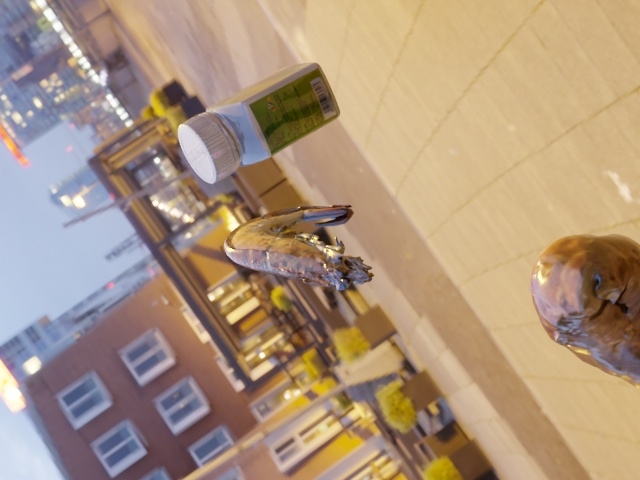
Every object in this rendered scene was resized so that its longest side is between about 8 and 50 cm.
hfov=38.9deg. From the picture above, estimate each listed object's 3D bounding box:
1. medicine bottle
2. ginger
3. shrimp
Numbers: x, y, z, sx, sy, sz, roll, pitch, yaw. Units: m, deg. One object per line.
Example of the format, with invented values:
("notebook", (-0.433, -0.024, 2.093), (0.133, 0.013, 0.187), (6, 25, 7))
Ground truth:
("medicine bottle", (-0.087, -0.157, 1.199), (0.132, 0.188, 0.088), (9, 128, 60))
("ginger", (0.392, 0.092, 1.191), (0.321, 0.165, 0.172), (33, -168, -28))
("shrimp", (0.000, 0.001, 0.801), (0.178, 0.124, 0.034), (10, 120, 41))
